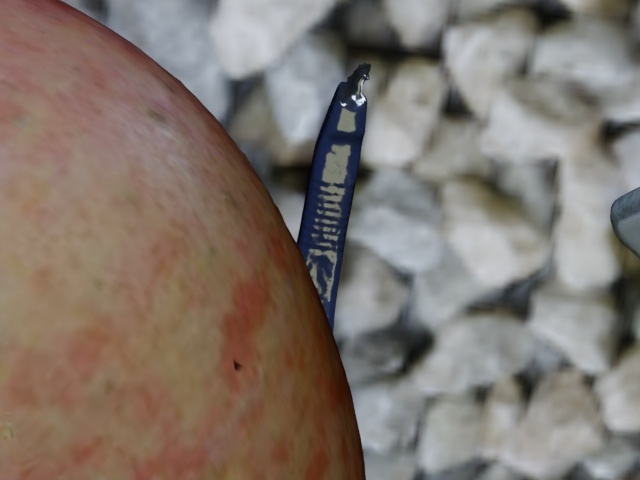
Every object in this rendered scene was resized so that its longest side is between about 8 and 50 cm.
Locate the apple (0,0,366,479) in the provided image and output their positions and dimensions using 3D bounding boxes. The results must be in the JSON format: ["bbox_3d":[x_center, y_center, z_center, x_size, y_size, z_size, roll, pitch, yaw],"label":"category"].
[{"bbox_3d":[-0.139,0.094,0.490,0.344,0.269,0.345,-1,109,-2],"label":"apple"}]

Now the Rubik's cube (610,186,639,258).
[{"bbox_3d":[0.243,0.000,0.483,0.228,0.228,0.233,23,118,-11],"label":"Rubik's cube"}]

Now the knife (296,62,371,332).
[{"bbox_3d":[0.000,0.000,0.590,0.018,0.031,0.121,8,106,-3],"label":"knife"}]
